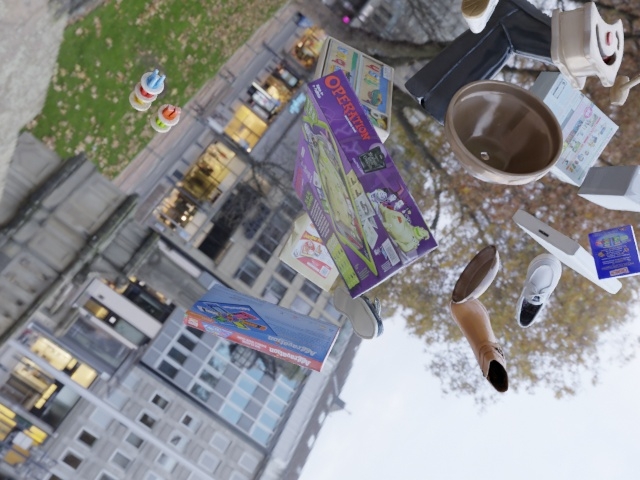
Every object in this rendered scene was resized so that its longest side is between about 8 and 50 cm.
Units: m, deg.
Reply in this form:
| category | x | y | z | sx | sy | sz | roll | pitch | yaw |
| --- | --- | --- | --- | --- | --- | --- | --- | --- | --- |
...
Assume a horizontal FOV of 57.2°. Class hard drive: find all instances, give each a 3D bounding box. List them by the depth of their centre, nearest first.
| category | x | y | z | sx | sy | sz | roll | pitch | yaw |
| --- | --- | --- | --- | --- | --- | --- | --- | --- | --- |
| hard drive | 0.658 | 0.031 | 1.560 | 0.040 | 0.307 | 0.203 | -54 | -138 | 8 |

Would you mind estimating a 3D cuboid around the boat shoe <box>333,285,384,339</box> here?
| category | x | y | z | sx | sy | sz | roll | pitch | yaw |
| --- | --- | --- | --- | --- | --- | --- | --- | --- | --- |
| boat shoe | 0.110 | 0.187 | 1.519 | 0.254 | 0.079 | 0.095 | -152 | -108 | -66 |

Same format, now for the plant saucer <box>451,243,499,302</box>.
| category | x | y | z | sx | sy | sz | roll | pitch | yaw |
| --- | --- | --- | --- | --- | --- | --- | --- | --- | --- |
| plant saucer | 0.445 | 0.102 | 1.655 | 0.199 | 0.036 | 0.198 | -55 | -177 | 5 |

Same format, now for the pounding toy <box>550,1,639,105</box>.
| category | x | y | z | sx | sy | sz | roll | pitch | yaw |
| --- | --- | --- | --- | --- | --- | --- | --- | --- | --- |
| pounding toy | 0.595 | -0.402 | 1.208 | 0.154 | 0.269 | 0.154 | 5 | -102 | 43 |

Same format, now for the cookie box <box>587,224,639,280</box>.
| category | x | y | z | sx | sy | sz | roll | pitch | yaw |
| --- | --- | --- | --- | --- | --- | --- | --- | --- | --- |
| cookie box | 0.653 | 0.029 | 1.299 | 0.091 | 0.040 | 0.107 | -15 | -105 | 33 |

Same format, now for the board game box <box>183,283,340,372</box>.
| category | x | y | z | sx | sy | sz | roll | pitch | yaw |
| --- | --- | --- | --- | --- | --- | --- | --- | --- | --- |
| board game box | -0.112 | 0.168 | 1.160 | 0.145 | 0.281 | 0.027 | -51 | 158 | -66 |

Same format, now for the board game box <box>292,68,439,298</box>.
| category | x | y | z | sx | sy | sz | roll | pitch | yaw |
| --- | --- | --- | --- | --- | --- | --- | --- | --- | --- |
| board game box | 0.035 | -0.042 | 0.738 | 0.056 | 0.208 | 0.347 | -31 | 174 | -10 |

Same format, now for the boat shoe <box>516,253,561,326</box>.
| category | x | y | z | sx | sy | sz | roll | pitch | yaw |
| --- | --- | --- | --- | --- | --- | --- | --- | --- | --- |
| boat shoe | 0.444 | 0.108 | 1.213 | 0.184 | 0.066 | 0.063 | 102 | 12 | -45 |

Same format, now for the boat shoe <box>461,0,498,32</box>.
| category | x | y | z | sx | sy | sz | roll | pitch | yaw |
| --- | --- | --- | --- | --- | --- | --- | --- | --- | --- |
| boat shoe | 0.458 | -0.702 | 1.632 | 0.277 | 0.098 | 0.096 | -66 | 153 | -15 |

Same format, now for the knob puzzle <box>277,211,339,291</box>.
| category | x | y | z | sx | sy | sz | roll | pitch | yaw |
| --- | --- | --- | --- | --- | --- | --- | --- | --- | --- |
| knob puzzle | 0.000 | 0.000 | 1.442 | 0.213 | 0.213 | 0.030 | -54 | -150 | -14 |

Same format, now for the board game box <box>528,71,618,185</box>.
| category | x | y | z | sx | sy | sz | roll | pitch | yaw |
| --- | --- | --- | --- | --- | --- | --- | --- | --- | --- |
| board game box | 0.745 | -0.342 | 1.815 | 0.224 | 0.303 | 0.097 | -58 | -155 | 4 |

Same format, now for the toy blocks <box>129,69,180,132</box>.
| category | x | y | z | sx | sy | sz | roll | pitch | yaw |
| --- | --- | --- | --- | --- | --- | --- | --- | --- | --- |
| toy blocks | -0.370 | -0.324 | 1.352 | 0.148 | 0.123 | 0.054 | -18 | -151 | 56 |

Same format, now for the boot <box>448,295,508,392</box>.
| category | x | y | z | sx | sy | sz | roll | pitch | yaw |
| --- | --- | --- | --- | --- | --- | --- | --- | --- | --- |
| boot | 0.489 | 0.313 | 1.798 | 0.109 | 0.284 | 0.220 | -22 | -164 | 13 |

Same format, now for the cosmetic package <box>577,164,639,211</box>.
| category | x | y | z | sx | sy | sz | roll | pitch | yaw |
| --- | --- | --- | --- | --- | --- | --- | --- | --- | --- |
| cosmetic package | 0.876 | -0.150 | 1.699 | 0.238 | 0.127 | 0.107 | -116 | -131 | -82 |

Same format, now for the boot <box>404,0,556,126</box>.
| category | x | y | z | sx | sy | sz | roll | pitch | yaw |
| --- | --- | --- | --- | --- | --- | --- | --- | --- | --- |
| boot | 0.537 | -0.527 | 1.856 | 0.445 | 0.146 | 0.367 | -40 | -122 | 9 |

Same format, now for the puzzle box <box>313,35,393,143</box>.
| category | x | y | z | sx | sy | sz | roll | pitch | yaw |
| --- | --- | --- | --- | --- | --- | --- | --- | --- | --- |
| puzzle box | 0.109 | -0.512 | 1.954 | 0.409 | 0.272 | 0.052 | -81 | -161 | -44 |

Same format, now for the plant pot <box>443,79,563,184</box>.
| category | x | y | z | sx | sy | sz | roll | pitch | yaw |
| --- | --- | --- | --- | --- | --- | --- | --- | --- | --- |
| plant pot | 0.352 | -0.198 | 1.179 | 0.237 | 0.237 | 0.110 | -57 | 173 | -28 |
